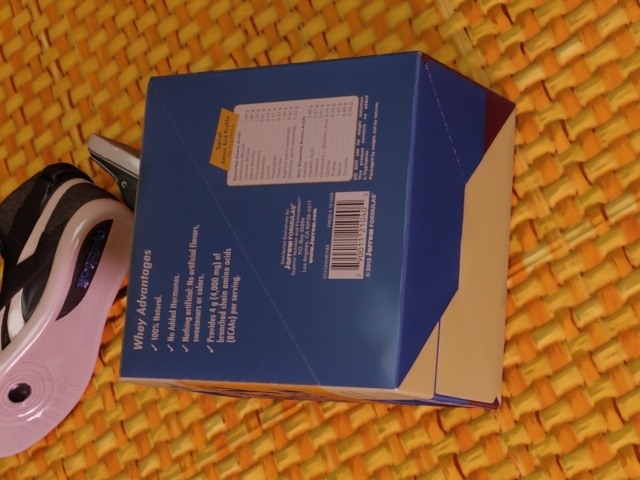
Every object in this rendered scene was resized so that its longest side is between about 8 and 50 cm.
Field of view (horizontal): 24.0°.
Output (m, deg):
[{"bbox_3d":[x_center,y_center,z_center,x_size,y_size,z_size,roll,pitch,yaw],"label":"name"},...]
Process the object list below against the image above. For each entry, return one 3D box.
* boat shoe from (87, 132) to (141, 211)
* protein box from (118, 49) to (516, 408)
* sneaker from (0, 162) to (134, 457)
[{"bbox_3d":[-0.123,-0.035,1.089,0.142,0.049,0.040,31,98,31],"label":"boat shoe"},{"bbox_3d":[0.000,0.000,0.947,0.201,0.136,0.200,-1,80,33],"label":"protein box"},{"bbox_3d":[-0.216,0.045,1.125,0.121,0.079,0.217,41,105,45],"label":"sneaker"}]
